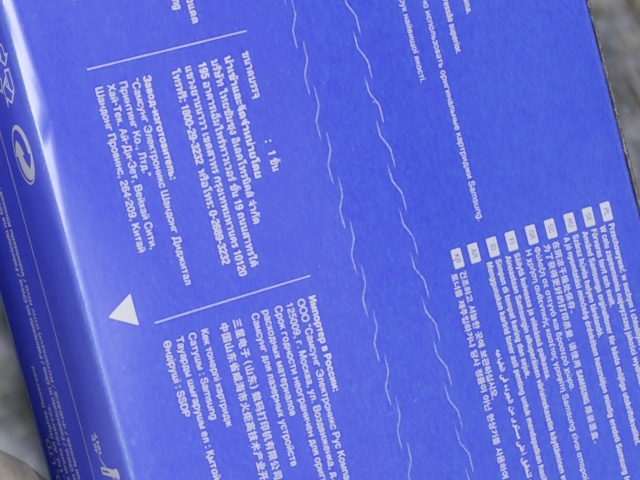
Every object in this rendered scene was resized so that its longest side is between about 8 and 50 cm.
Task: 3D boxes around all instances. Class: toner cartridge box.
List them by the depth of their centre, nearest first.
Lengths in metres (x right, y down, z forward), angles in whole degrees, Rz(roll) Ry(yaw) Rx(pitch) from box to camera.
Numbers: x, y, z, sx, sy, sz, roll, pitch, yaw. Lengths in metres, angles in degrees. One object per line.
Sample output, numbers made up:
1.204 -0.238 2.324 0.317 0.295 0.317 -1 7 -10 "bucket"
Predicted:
0.000 0.000 0.514 0.165 0.075 0.348 -16 95 -26 "toner cartridge box"

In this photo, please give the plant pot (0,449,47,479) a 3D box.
-0.102 0.186 0.401 0.256 0.256 0.274 0 55 -17 "plant pot"
